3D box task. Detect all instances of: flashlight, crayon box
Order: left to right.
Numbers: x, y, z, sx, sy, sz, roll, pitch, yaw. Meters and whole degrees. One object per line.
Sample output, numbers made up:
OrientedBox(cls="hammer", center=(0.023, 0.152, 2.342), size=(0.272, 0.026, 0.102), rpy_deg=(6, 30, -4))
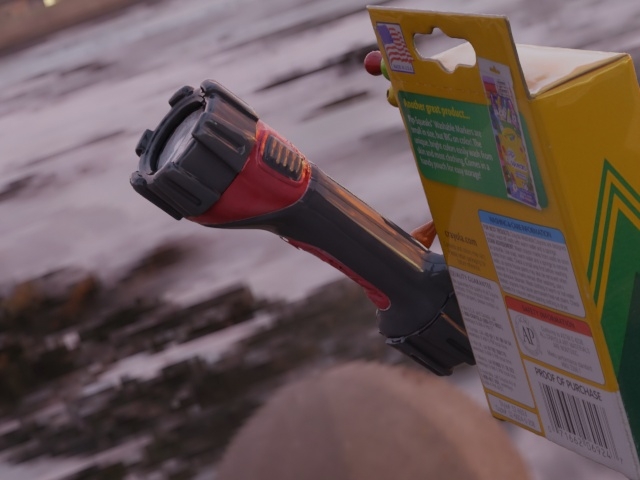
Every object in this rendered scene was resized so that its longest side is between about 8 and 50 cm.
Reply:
OrientedBox(cls="flashlight", center=(0.000, 0.000, 1.498), size=(0.103, 0.304, 0.103), rpy_deg=(-52, 26, 2))
OrientedBox(cls="crayon box", center=(0.153, -0.017, 1.335), size=(0.083, 0.323, 0.203), rpy_deg=(-24, 17, -19))

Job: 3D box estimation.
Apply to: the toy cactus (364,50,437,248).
OrientedBox(cls="toy cactus", center=(0.125, -0.071, 1.620), size=(0.112, 0.219, 0.180), rpy_deg=(-30, 7, -26))
